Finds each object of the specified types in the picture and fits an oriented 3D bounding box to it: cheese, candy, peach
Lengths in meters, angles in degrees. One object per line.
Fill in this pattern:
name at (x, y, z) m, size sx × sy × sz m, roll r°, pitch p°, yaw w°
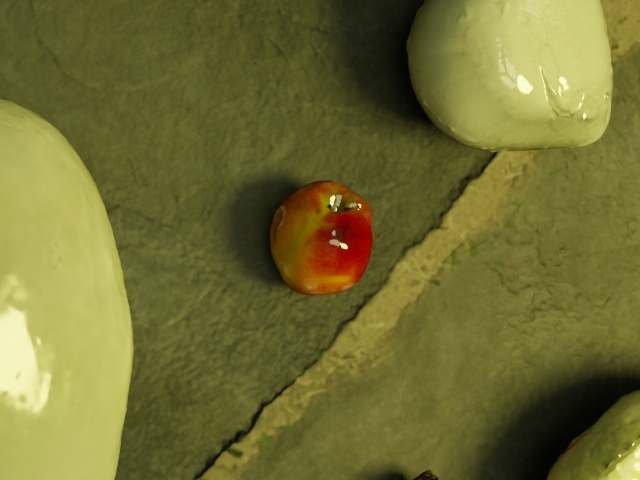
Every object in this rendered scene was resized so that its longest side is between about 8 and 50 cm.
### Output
cheese at (0.174, -0.176, 1.361) m, size 0.189 × 0.154 × 0.198 m, roll -11°, pitch 87°, yaw -35°
candy at (-0.327, 0.093, 1.189) m, size 0.386 × 0.186 × 0.426 m, roll -26°, pitch 100°, yaw -21°
peach at (0.000, 0.000, 1.338) m, size 0.101 × 0.101 × 0.100 m, roll 0°, pitch 88°, yaw -18°

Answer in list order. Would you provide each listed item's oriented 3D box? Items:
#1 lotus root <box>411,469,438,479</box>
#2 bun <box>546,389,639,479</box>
lotus root at (0.152, 0.339, 1.350) m, size 0.257 × 0.154 × 0.140 m, roll 52°, pitch 41°, yaw 6°
bun at (0.348, 0.251, 1.413) m, size 0.287 × 0.146 × 0.287 m, roll -4°, pitch 105°, yaw -17°
